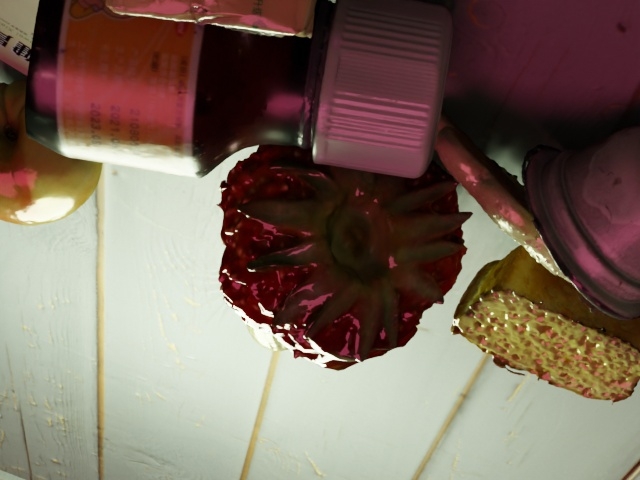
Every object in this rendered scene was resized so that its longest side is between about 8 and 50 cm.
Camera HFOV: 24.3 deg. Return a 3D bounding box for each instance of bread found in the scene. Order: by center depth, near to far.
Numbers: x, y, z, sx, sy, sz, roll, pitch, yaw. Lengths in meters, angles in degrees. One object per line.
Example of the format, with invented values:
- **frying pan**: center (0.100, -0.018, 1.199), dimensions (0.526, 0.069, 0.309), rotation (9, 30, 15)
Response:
- **bread**: center (0.201, -0.033, 1.538), dimensions (0.039, 0.182, 0.251), rotation (-44, 118, 13)
- **bread**: center (0.279, 0.078, 1.681), dimensions (0.229, 0.140, 0.143), rotation (25, 149, -7)

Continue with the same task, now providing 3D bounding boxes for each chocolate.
- **chocolate**: center (0.315, -0.032, 1.458), dimensions (0.147, 0.221, 0.221), rotation (-28, 127, 31)

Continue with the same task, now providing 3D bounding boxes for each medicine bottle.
- **medicine bottle**: center (-0.075, -0.173, 1.424), dimensions (0.394, 0.243, 0.242), rotation (7, 151, -2)

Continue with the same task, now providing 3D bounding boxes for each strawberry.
- **strawberry**: center (-0.001, -0.002, 1.642), dimensions (0.292, 0.292, 0.343), rotation (31, 171, -16)

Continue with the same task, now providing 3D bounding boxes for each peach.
- **peach**: center (-0.349, -0.102, 1.776), dimensions (0.184, 0.184, 0.184), rotation (17, 151, 10)

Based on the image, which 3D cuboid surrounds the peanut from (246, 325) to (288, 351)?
- **peanut**: center (-0.069, 0.080, 1.975), dimensions (0.087, 0.087, 0.207), rotation (13, 151, 16)

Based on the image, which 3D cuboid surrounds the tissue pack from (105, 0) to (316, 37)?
- **tissue pack**: center (-0.080, -0.287, 1.237), dimensions (0.186, 0.222, 0.090), rotation (11, -169, 10)

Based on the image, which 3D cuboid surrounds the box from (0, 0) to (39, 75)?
- **box**: center (-0.343, -0.272, 1.591), dimensions (0.260, 0.062, 0.175), rotation (31, 150, -17)
